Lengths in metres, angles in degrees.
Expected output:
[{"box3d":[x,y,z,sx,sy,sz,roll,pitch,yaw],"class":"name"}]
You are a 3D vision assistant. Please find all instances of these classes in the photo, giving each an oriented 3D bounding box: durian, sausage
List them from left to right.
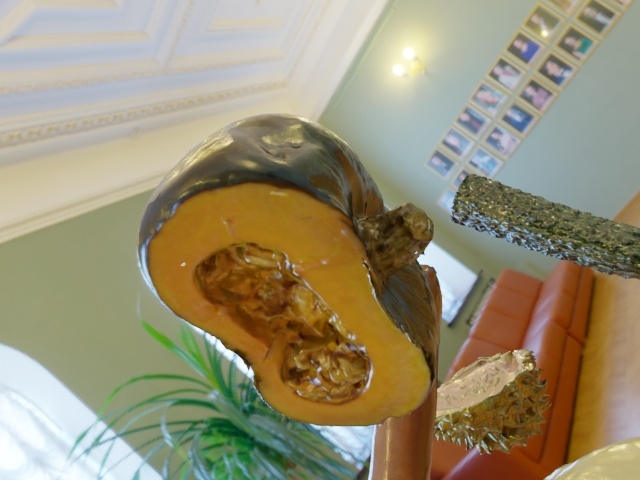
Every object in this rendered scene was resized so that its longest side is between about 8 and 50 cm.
[{"box3d":[0.114,0.239,0.870,0.094,0.094,0.418,-165,77,-71],"class":"sausage"},{"box3d":[0.297,0.296,1.141,0.305,0.185,0.195,-20,-23,-10],"class":"durian"}]

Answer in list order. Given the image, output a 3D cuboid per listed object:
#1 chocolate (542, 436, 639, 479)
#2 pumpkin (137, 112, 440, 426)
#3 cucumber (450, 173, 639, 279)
[{"box3d":[0.322,0.340,0.534,0.314,0.326,0.297,-11,4,-3],"class":"chocolate"},{"box3d":[0.000,0.000,0.611,0.242,0.325,0.232,-19,36,23],"class":"pumpkin"},{"box3d":[0.391,-0.017,1.031,0.096,0.359,0.096,-37,-42,-41],"class":"cucumber"}]
